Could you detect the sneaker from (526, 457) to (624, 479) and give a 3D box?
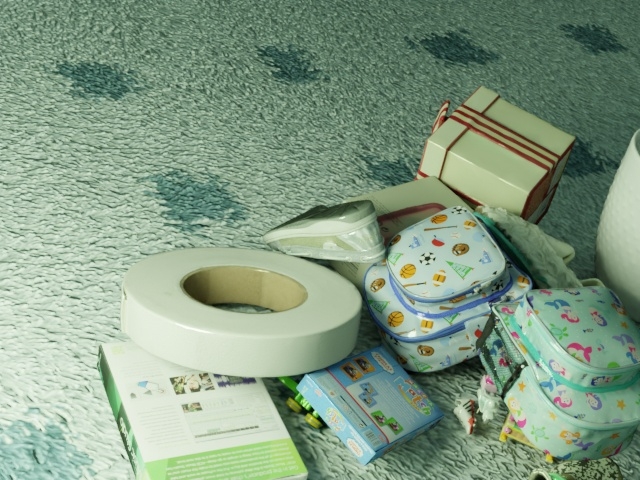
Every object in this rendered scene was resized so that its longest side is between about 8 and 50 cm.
[{"bbox_3d":[0.324,0.390,1.589,0.158,0.182,0.410,37,41,28],"label":"sneaker"}]

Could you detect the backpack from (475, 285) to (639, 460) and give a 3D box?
[{"bbox_3d":[0.381,0.196,1.686,0.225,0.191,0.253,-1,50,-25],"label":"backpack"}]

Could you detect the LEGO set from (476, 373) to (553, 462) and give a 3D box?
[{"bbox_3d":[0.402,0.278,1.820,0.287,0.107,0.132,9,41,-13],"label":"LEGO set"}]

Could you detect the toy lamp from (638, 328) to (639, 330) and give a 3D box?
[{"bbox_3d":[0.484,0.121,2.101,0.274,0.080,0.080,39,42,25],"label":"toy lamp"}]

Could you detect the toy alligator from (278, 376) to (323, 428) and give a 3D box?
[{"bbox_3d":[0.010,0.270,1.760,0.189,0.056,0.051,37,-3,18],"label":"toy alligator"}]

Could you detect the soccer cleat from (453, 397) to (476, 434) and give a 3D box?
[{"bbox_3d":[0.235,0.287,1.831,0.035,0.029,0.083,7,32,3],"label":"soccer cleat"}]

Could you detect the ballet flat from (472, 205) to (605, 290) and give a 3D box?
[{"bbox_3d":[0.434,0.086,2.035,0.147,0.147,0.409,-18,62,-37],"label":"ballet flat"}]

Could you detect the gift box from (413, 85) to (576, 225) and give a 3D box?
[{"bbox_3d":[0.331,-0.135,2.249,0.258,0.255,0.276,30,44,17],"label":"gift box"}]

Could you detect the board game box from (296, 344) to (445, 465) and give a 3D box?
[{"bbox_3d":[0.082,0.251,1.748,0.160,0.039,0.211,47,32,20],"label":"board game box"}]

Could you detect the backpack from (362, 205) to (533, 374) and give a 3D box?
[{"bbox_3d":[0.209,0.092,1.906,0.263,0.213,0.276,-31,38,0],"label":"backpack"}]

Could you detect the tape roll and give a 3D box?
[{"bbox_3d":[-0.128,0.107,1.812,0.392,0.072,0.392,6,19,-2],"label":"tape roll"}]

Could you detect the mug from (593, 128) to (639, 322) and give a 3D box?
[{"bbox_3d":[0.671,0.017,2.090,0.276,0.328,0.374,4,38,-14],"label":"mug"}]

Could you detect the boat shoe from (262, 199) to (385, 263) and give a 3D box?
[{"bbox_3d":[0.003,-0.001,1.980,0.118,0.103,0.320,-28,10,-32],"label":"boat shoe"}]

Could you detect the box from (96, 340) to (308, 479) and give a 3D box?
[{"bbox_3d":[-0.184,0.267,1.687,0.232,0.058,0.322,-5,39,-25],"label":"box"}]

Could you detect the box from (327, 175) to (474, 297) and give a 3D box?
[{"bbox_3d":[0.149,-0.008,2.093,0.232,0.149,0.127,-17,46,-35],"label":"box"}]
